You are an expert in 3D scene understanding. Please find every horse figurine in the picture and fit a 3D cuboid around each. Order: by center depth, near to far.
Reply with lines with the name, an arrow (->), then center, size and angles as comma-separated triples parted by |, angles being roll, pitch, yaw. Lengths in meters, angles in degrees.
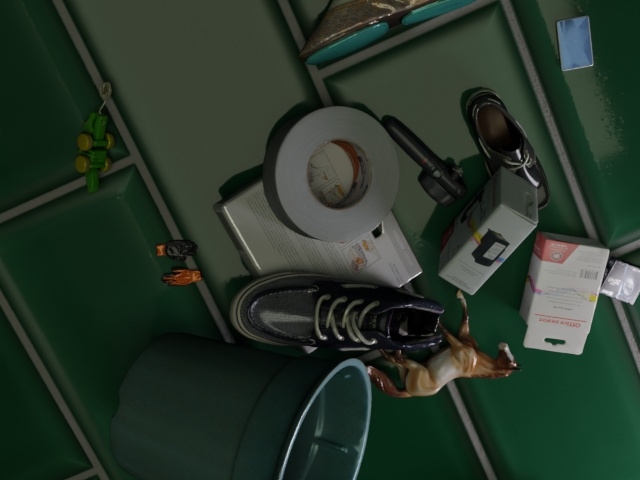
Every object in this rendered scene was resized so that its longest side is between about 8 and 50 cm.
horse figurine -> 0.202, 0.209, 1.645 | 0.263, 0.066, 0.174 | -28, 99, 4

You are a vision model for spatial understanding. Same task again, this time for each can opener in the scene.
can opener -> 0.176, -0.135, 1.548 | 0.073, 0.059, 0.186 | -42, 103, 10

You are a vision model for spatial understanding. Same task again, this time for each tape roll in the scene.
tape roll -> 0.018, -0.108, 1.504 | 0.219, 0.072, 0.219 | -2, 94, -23

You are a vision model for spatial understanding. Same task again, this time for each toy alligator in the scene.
toy alligator -> -0.379, -0.174, 1.529 | 0.051, 0.056, 0.190 | 21, 109, 35

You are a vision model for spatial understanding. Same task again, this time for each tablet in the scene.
tablet -> 0.422, -0.327, 1.526 | 0.054, 0.006, 0.083 | -10, 105, 2

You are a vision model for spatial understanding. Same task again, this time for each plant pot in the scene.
plant pot -> -0.135, 0.312, 1.506 | 0.334, 0.341, 0.341 | 14, 107, 25

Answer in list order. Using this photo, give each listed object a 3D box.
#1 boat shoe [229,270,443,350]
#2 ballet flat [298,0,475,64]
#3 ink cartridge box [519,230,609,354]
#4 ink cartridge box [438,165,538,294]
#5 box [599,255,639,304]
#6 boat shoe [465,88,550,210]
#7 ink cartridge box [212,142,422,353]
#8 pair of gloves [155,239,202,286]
boat shoe -> 0.035, 0.117, 1.481 | 0.340, 0.158, 0.127 | 0, 92, -22
ballet flat -> 0.100, -0.380, 1.467 | 0.316, 0.107, 0.106 | -22, 85, -1
ink cartridge box -> 0.420, 0.092, 1.615 | 0.115, 0.067, 0.198 | 9, 104, -4
ink cartridge box -> 0.275, -0.018, 1.521 | 0.072, 0.127, 0.175 | 30, 124, -9
box -> 0.532, 0.071, 1.625 | 0.083, 0.018, 0.067 | 20, 105, -24
boat shoe -> 0.316, -0.142, 1.541 | 0.084, 0.079, 0.233 | -31, 106, 5
ink cartridge box -> 0.000, 0.000, 1.580 | 0.261, 0.066, 0.296 | -33, 106, -18
pair of gloves -> -0.248, 0.040, 1.612 | 0.074, 0.010, 0.083 | -6, 103, 2
